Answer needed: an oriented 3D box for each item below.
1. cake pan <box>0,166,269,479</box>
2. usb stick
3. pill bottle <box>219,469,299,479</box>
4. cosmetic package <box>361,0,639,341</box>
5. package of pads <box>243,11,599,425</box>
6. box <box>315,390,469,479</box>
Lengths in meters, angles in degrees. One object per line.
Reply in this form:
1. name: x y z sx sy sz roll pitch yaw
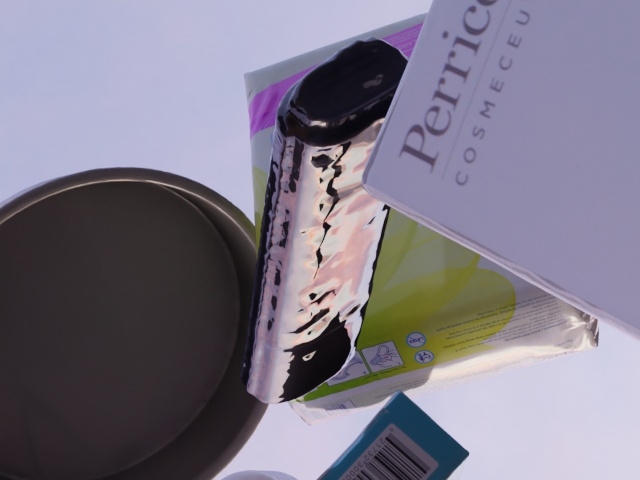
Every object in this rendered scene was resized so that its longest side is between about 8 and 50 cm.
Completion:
1. cake pan: -0.166 0.078 1.325 0.293 0.054 0.293 -10 -65 -23
2. usb stick: 0.000 0.000 0.920 0.077 0.278 0.045 -31 -113 -23
3. pill bottle: -0.062 0.265 1.718 0.169 0.094 0.094 37 -127 -77
4. cosmetic package: 0.251 -0.027 0.594 0.161 0.453 0.230 10 -76 -48
5. package of pads: 0.071 -0.028 1.297 0.101 0.229 0.297 57 -159 -48
6. box: 0.034 0.181 1.175 0.060 0.244 0.100 41 -105 13
